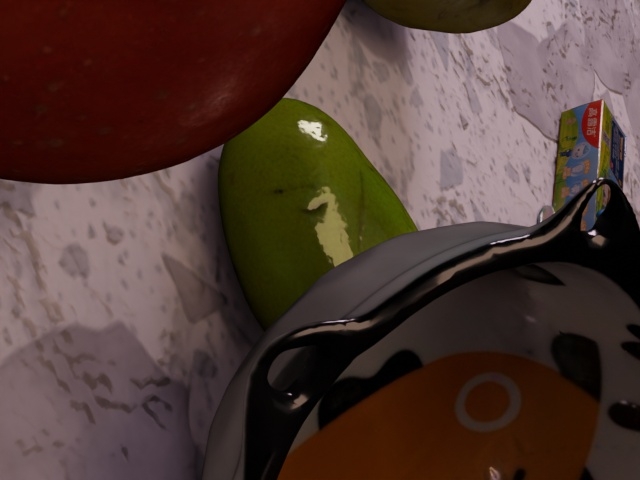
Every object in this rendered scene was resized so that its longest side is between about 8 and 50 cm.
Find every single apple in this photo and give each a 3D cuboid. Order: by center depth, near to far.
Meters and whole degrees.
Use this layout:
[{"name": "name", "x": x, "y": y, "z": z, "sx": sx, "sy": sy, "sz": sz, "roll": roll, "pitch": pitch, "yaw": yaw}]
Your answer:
[{"name": "apple", "x": -0.105, "y": -0.155, "z": 0.560, "sx": 0.216, "sy": 0.260, "sz": 0.260, "roll": -1, "pitch": 74, "yaw": -36}]

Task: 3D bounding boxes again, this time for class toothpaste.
[{"name": "toothpaste", "x": 0.224, "y": -0.044, "z": 1.277, "sx": 0.070, "sy": 0.044, "sz": 0.193, "roll": 51, "pitch": 35, "yaw": -34}]

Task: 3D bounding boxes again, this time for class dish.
[{"name": "dish", "x": 0.044, "y": 0.100, "z": 0.747, "sx": 0.303, "sy": 0.120, "sz": 0.303, "roll": -16, "pitch": 121, "yaw": -29}]

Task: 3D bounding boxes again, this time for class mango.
[{"name": "mango", "x": -0.003, "y": 0.004, "z": 0.831, "sx": 0.163, "sy": 0.089, "sz": 0.117, "roll": 54, "pitch": 40, "yaw": -9}]

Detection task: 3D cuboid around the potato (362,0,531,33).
[{"name": "potato", "x": 0.083, "y": -0.224, "z": 1.021, "sx": 0.200, "sy": 0.154, "sz": 0.137, "roll": 31, "pitch": 47, "yaw": -57}]

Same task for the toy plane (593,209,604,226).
[{"name": "toy plane", "x": 0.193, "y": 0.097, "z": 1.099, "sx": 0.271, "sy": 0.105, "sz": 0.254, "roll": 14, "pitch": 77, "yaw": -61}]
